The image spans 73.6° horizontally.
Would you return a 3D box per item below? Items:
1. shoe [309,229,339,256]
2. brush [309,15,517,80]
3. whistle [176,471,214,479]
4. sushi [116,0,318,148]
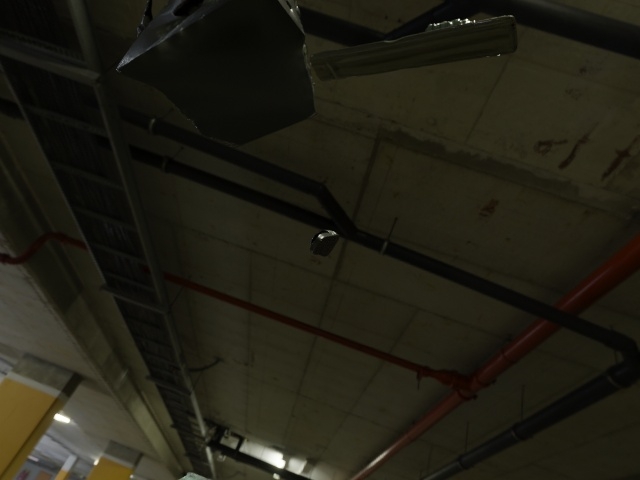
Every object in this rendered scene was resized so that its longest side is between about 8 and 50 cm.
[{"bbox_3d":[0.000,0.000,1.104,0.049,0.071,0.179,36,9,14],"label":"shoe"},{"bbox_3d":[0.075,-0.174,0.386,0.191,0.027,0.034,4,-28,34],"label":"brush"},{"bbox_3d":[-0.043,0.456,0.561,0.405,0.168,0.188,36,-50,-3],"label":"whistle"},{"bbox_3d":[-0.109,-0.286,0.585,0.216,0.212,0.227,-14,-19,24],"label":"sushi"}]
